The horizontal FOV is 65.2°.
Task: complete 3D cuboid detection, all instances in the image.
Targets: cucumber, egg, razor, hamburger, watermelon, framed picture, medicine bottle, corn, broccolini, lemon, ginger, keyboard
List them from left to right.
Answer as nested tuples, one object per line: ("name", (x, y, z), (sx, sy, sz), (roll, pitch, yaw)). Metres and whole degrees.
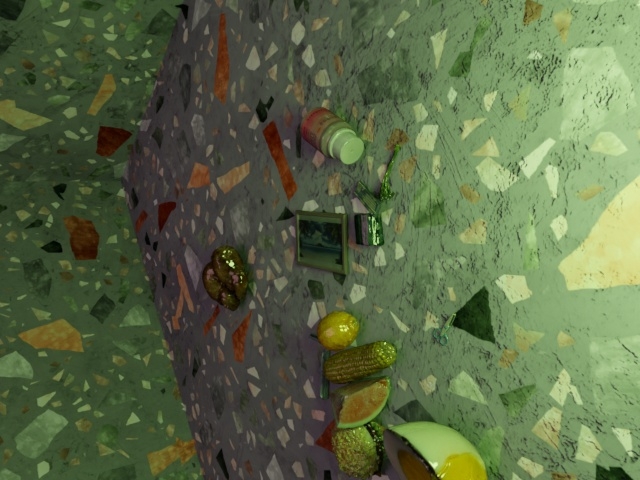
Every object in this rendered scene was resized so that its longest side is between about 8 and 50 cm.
("ginger", (-0.468, 0.202, 2.509), (0.274, 0.152, 0.357), (49, 134, 11))
("framed picture", (0.000, 0.000, 1.973), (0.315, 0.024, 0.232), (8, 102, 52))
("razor", (0.014, 0.504, 2.004), (0.111, 0.056, 0.278), (13, 112, 50))
("medicine bottle", (0.042, -0.369, 1.779), (0.247, 0.147, 0.147), (44, 127, 40))
("lemon", (0.065, 0.330, 1.836), (0.187, 0.142, 0.142), (-34, 67, 36))
("hamburger", (0.125, 0.734, 1.810), (0.261, 0.138, 0.243), (17, 108, 49))
("corn", (0.130, 0.438, 1.782), (0.363, 0.120, 0.120), (-34, 68, 51))
("watermelon", (0.137, 0.552, 1.776), (0.146, 0.231, 0.128), (-144, 32, -73))
("cucumber", (0.157, -0.035, 1.739), (0.116, 0.062, 0.115), (-6, 86, 51))
("keyboard", (0.160, -0.143, 1.724), (0.176, 0.014, 0.055), (59, 134, 50))
("broccolini", (0.223, -0.223, 1.649), (0.052, 0.054, 0.194), (-138, 54, -64))
("egg", (0.351, 0.651, 1.459), (0.337, 0.201, 0.337), (46, 151, 34))

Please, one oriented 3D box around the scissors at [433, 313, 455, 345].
("scissors", (0.381, 0.265, 1.524), (0.058, 0.014, 0.119), (47, 133, 37))
